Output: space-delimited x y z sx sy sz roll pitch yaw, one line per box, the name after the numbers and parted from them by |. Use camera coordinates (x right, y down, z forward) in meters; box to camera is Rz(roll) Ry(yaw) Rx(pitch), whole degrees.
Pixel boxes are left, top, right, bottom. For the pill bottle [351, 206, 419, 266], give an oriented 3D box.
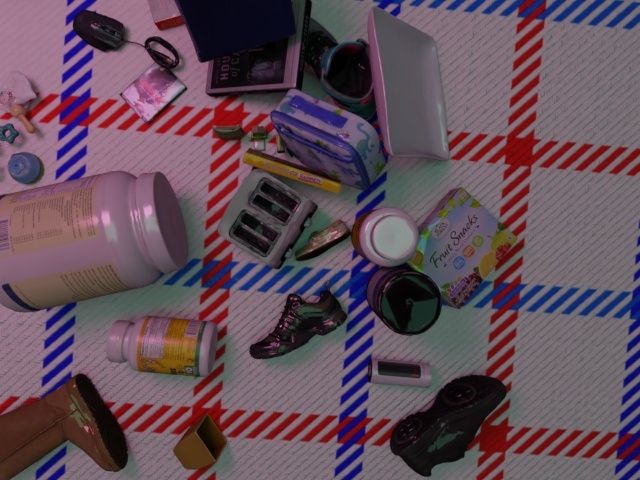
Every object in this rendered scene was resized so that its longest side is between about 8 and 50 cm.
0.130 -0.008 0.961 0.117 0.215 0.118 0 91 -3 | pill bottle

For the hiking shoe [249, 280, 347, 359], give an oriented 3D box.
-0.060 0.178 1.034 0.226 0.086 0.114 -25 79 -7 | hiking shoe

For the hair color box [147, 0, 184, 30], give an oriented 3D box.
-0.294 -0.511 1.011 0.141 0.043 0.072 -16 92 -1 | hair color box

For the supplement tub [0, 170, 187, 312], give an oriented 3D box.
-0.450 -0.004 0.922 0.324 0.235 0.236 -12 92 -3 | supplement tub

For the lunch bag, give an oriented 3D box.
0.013 -0.196 0.920 0.218 0.176 0.090 31 78 25 | lunch bag

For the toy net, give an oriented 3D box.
-0.659 -0.240 1.003 0.121 0.045 0.233 3 90 -1 | toy net

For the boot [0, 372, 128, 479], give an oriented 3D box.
-0.580 0.445 1.008 0.269 0.089 0.236 -31 82 -2 | boot

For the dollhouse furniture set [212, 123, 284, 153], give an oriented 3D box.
-0.154 -0.215 1.011 0.151 0.076 0.059 -3 93 -3 | dollhouse furniture set

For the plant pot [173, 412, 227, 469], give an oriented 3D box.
-0.269 0.446 1.025 0.083 0.081 0.082 -32 93 9 | plant pot

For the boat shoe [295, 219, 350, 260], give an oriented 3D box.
0.000 0.000 1.043 0.135 0.050 0.045 -28 69 2 | boat shoe

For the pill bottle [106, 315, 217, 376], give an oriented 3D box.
-0.331 0.221 0.994 0.208 0.117 0.118 6 91 -4 | pill bottle

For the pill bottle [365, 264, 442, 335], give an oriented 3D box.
0.159 0.112 0.964 0.122 0.219 0.123 0 91 -2 | pill bottle

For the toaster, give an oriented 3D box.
-0.116 -0.051 1.001 0.185 0.110 0.168 32 89 -3 | toaster

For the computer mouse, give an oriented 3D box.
-0.416 -0.429 1.002 0.241 0.041 0.071 19 86 0 | computer mouse

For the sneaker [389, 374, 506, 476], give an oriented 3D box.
0.297 0.411 1.050 0.286 0.109 0.130 -36 103 5 | sneaker

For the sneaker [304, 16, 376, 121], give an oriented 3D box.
0.015 -0.377 0.963 0.124 0.178 0.295 -43 93 -1 | sneaker

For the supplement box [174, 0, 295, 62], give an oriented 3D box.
-0.195 -0.544 0.869 0.195 0.194 0.357 -18 63 -2 | supplement box

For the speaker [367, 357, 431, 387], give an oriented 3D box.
0.177 0.297 1.053 0.136 0.055 0.055 6 91 -3 | speaker

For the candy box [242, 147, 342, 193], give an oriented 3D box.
-0.059 -0.148 0.992 0.205 0.105 0.027 17 101 -9 | candy box

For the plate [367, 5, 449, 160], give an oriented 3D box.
0.179 -0.301 0.965 0.045 0.277 0.278 -6 93 39 | plate

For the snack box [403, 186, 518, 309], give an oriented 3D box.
0.296 0.016 1.039 0.174 0.070 0.207 42 84 -4 | snack box

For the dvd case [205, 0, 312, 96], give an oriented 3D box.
-0.134 -0.393 0.970 0.238 0.029 0.180 7 91 29 | dvd case

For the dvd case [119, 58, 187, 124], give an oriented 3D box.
-0.365 -0.326 1.028 0.119 0.013 0.087 -42 93 0 | dvd case
